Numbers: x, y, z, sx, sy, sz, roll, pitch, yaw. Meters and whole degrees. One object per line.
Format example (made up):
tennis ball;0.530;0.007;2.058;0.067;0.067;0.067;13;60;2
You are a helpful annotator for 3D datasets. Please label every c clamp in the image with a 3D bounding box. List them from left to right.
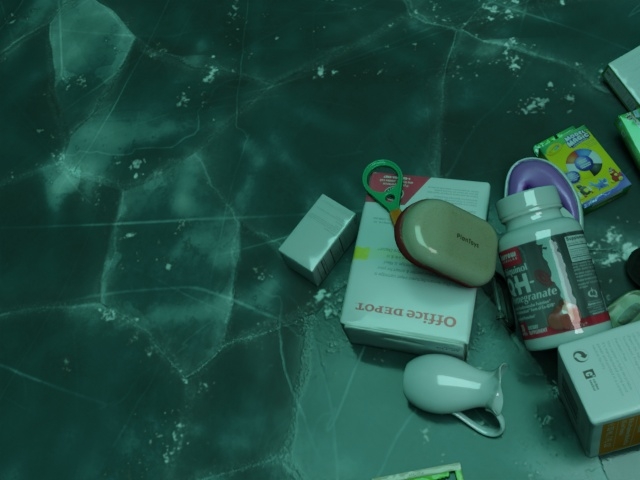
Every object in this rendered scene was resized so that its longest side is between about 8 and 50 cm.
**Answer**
c clamp;0.395;0.124;1.549;0.022;0.137;0.161;-19;67;27

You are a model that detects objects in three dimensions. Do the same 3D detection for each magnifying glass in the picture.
magnifying glass;0.160;-0.084;1.568;0.092;0.026;0.231;-19;60;3

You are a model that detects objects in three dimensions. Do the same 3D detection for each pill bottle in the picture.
pill bottle;0.469;0.056;1.444;0.176;0.176;0.319;-15;80;4

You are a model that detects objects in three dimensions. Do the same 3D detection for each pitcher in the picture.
pitcher;0.288;0.330;1.482;0.207;0.178;0.125;2;21;26

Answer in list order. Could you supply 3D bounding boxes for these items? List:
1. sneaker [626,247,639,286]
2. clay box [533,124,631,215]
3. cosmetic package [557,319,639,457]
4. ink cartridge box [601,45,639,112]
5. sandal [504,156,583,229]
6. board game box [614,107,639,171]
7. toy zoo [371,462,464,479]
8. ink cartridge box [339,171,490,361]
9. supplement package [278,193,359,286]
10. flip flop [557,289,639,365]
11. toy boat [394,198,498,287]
sneaker;0.824;0.088;1.488;0.295;0.178;0.124;26;101;57
clay box;0.621;-0.180;1.680;0.127;0.053;0.222;-28;64;-1
cosmetic package;0.690;0.241;1.303;0.453;0.230;0.162;-19;54;7
ink cartridge box;0.803;-0.368;1.719;0.109;0.062;0.209;-30;74;-4
sandal;0.514;-0.014;1.579;0.169;0.102;0.416;-14;67;19
board game box;0.851;-0.184;1.611;0.213;0.046;0.317;-21;75;2
toy zoo;0.223;0.615;1.410;0.192;0.030;0.293;-13;65;5
ink cartridge box;0.221;0.058;1.590;0.279;0.160;0.385;8;67;15
supplement package;0.000;0.000;1.689;0.105;0.105;0.179;33;75;21
flip flop;0.614;0.207;1.490;0.277;0.080;0.112;-42;65;-6
toy boat;0.244;0.012;1.442;0.231;0.151;0.151;24;65;-26
